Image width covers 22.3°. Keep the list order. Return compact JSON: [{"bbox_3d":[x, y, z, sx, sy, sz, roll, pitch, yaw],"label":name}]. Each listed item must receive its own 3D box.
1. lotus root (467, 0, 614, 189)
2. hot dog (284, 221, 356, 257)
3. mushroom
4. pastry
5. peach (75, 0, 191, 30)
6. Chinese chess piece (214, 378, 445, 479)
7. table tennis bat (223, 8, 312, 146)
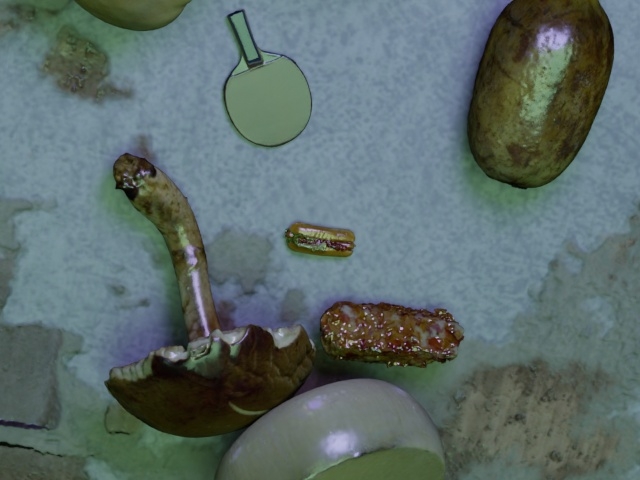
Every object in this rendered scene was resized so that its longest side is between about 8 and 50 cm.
[{"bbox_3d":[0.245,-0.181,1.772,0.145,0.128,0.260,12,109,-25],"label":"lotus root"},{"bbox_3d":[0.000,0.000,1.840,0.083,0.021,0.037,5,103,-11],"label":"hot dog"},{"bbox_3d":[-0.110,0.073,1.778,0.233,0.208,0.301,5,96,-51],"label":"mushroom"},{"bbox_3d":[0.078,0.112,1.852,0.169,0.087,0.063,8,137,-10],"label":"pastry"},{"bbox_3d":[-0.186,-0.334,1.628,0.232,0.232,0.232,-2,105,-8],"label":"peach"},{"bbox_3d":[0.009,0.268,1.808,0.273,0.102,0.273,-21,144,-16],"label":"Chinese chess piece"},{"bbox_3d":[-0.066,-0.178,1.786,0.095,0.014,0.158,-21,109,-1],"label":"table tennis bat"}]
